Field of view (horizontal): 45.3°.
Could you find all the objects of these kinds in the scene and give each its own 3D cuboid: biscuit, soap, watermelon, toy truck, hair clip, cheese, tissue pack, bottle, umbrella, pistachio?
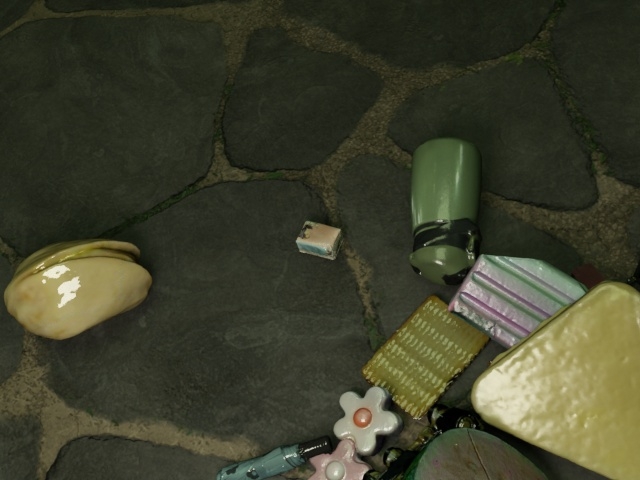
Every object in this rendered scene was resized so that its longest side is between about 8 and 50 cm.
[{"bbox_3d":[0.225,0.251,1.651,0.172,0.029,0.254,37,70,27],"label":"biscuit"},{"bbox_3d":[0.449,0.145,1.585,0.324,0.109,0.192,32,99,11],"label":"soap"},{"bbox_3d":[0.242,0.485,1.336,0.292,0.222,0.319,40,27,4],"label":"watermelon"},{"bbox_3d":[0.211,0.432,1.474,0.257,0.127,0.127,-45,99,-16],"label":"toy truck"},{"bbox_3d":[0.605,0.106,1.680,0.054,0.022,0.137,-21,56,-8],"label":"hair clip"},{"bbox_3d":[0.466,0.282,1.470,0.384,0.104,0.383,-1,87,18],"label":"cheese"},{"bbox_3d":[0.000,0.000,1.835,0.094,0.058,0.074,13,59,18],"label":"tissue pack"},{"bbox_3d":[0.286,-0.060,1.765,0.169,0.168,0.347,1,62,11],"label":"bottle"},{"bbox_3d":[0.066,0.414,1.553,0.146,0.075,0.257,28,71,20],"label":"hair clip"},{"bbox_3d":[-0.095,0.444,1.542,0.250,0.053,0.052,-23,47,11],"label":"umbrella"},{"bbox_3d":[-0.557,0.103,1.765,0.321,0.238,0.229,-14,60,-24],"label":"pistachio"}]

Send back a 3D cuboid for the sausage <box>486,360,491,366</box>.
[{"bbox_3d":[0.426,0.308,1.578,0.198,0.025,0.028,35,114,27],"label":"sausage"}]

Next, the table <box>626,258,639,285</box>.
[{"bbox_3d":[0.813,0.005,1.522,0.272,0.335,0.222,-33,58,-11],"label":"table"}]
